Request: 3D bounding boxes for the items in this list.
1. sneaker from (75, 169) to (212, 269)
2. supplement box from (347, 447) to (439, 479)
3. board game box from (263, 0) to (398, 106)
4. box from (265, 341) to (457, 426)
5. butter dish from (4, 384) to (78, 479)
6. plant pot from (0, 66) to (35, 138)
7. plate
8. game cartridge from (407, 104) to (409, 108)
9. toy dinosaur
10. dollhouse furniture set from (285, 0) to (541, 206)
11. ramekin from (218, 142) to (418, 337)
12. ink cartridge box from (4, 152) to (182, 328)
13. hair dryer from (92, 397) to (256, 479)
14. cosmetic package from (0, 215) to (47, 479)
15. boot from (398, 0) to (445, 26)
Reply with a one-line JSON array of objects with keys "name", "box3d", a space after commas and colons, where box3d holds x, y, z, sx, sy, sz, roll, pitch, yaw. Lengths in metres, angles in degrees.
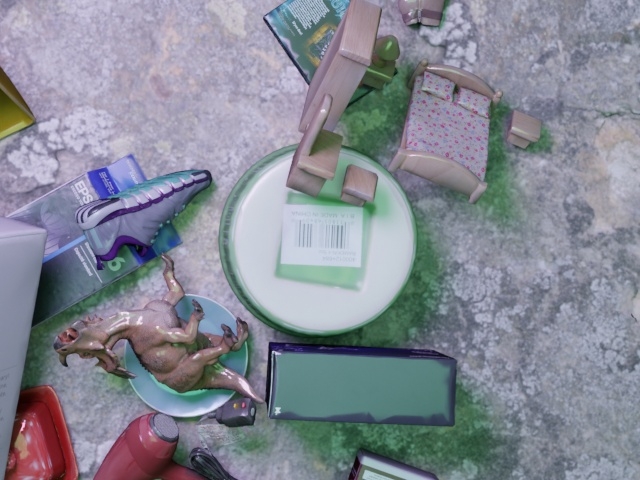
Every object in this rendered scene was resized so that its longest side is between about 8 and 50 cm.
[{"name": "sneaker", "box3d": [-0.250, -0.035, 1.576, 0.224, 0.083, 0.098, -24, 106, -33]}, {"name": "supplement box", "box3d": [0.081, 0.452, 1.628, 0.130, 0.073, 0.239, 21, 88, -3]}, {"name": "board game box", "box3d": [0.016, -0.298, 1.639, 0.126, 0.026, 0.186, -34, 93, -4]}, {"name": "box", "box3d": [0.053, 0.207, 1.568, 0.261, 0.184, 0.103, 3, 91, -5]}, {"name": "butter dish", "box3d": [-0.452, 0.310, 1.567, 0.160, 0.118, 0.159, -15, 92, -4]}, {"name": "plant pot", "box3d": [-0.563, -0.233, 1.522, 0.212, 0.212, 0.187, -26, 80, -3]}, {"name": "plate", "box3d": [-0.204, 0.173, 1.630, 0.188, 0.024, 0.188, 0, 91, -4]}, {"name": "game cartridge", "box3d": [0.180, -0.201, 1.657, 0.083, 0.017, 0.056, 29, 92, -4]}, {"name": "toy dinosaur", "box3d": [-0.226, 0.163, 1.562, 0.296, 0.127, 0.200, 42, 98, -20]}, {"name": "dollhouse furniture set", "box3d": [0.165, -0.166, 1.482, 0.356, 0.173, 0.303, 20, 50, -8]}, {"name": "ramekin", "box3d": [0.000, 0.000, 1.580, 0.304, 0.148, 0.303, 0, 90, -4]}, {"name": "ink cartridge box", "box3d": [-0.389, 0.015, 1.597, 0.333, 0.065, 0.165, -31, 92, -4]}, {"name": "hair dryer", "box3d": [-0.212, 0.350, 1.584, 0.294, 0.080, 0.223, -8, 114, 9]}, {"name": "cosmetic package", "box3d": [-0.603, 0.142, 1.377, 0.330, 0.327, 0.393, 16, 100, 19]}, {"name": "boot", "box3d": [0.177, -0.372, 1.647, 0.119, 0.042, 0.086, -4, 97, -3]}]
